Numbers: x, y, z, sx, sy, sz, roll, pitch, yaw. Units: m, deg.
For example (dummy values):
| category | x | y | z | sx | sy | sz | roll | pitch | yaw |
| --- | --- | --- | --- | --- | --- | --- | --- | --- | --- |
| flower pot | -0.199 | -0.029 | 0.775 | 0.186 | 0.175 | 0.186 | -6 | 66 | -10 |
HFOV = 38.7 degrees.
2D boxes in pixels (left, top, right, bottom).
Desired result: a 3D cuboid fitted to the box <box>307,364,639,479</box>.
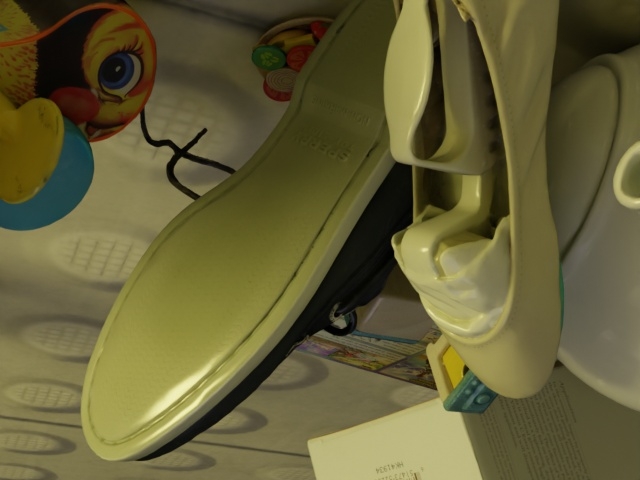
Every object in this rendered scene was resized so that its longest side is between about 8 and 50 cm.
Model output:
| category | x | y | z | sx | sy | sz | roll | pitch | yaw |
| --- | --- | --- | --- | --- | --- | --- | --- | --- | --- |
| box | 0.195 | 0.242 | 0.977 | 0.345 | 0.168 | 0.215 | -2 | 160 | -45 |

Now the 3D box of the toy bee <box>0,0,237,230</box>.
| category | x | y | z | sx | sy | sz | roll | pitch | yaw |
| --- | --- | --- | --- | --- | --- | --- | --- | --- | --- |
| toy bee | -0.166 | -0.101 | 0.511 | 0.195 | 0.298 | 0.162 | 31 | 121 | 20 |

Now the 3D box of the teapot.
| category | x | y | z | sx | sy | sz | roll | pitch | yaw |
| --- | --- | --- | --- | --- | --- | --- | --- | --- | --- |
| teapot | 0.187 | -0.023 | 0.549 | 0.187 | 0.252 | 0.256 | 18 | 139 | -5 |

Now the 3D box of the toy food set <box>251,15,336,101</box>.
| category | x | y | z | sx | sy | sz | roll | pitch | yaw |
| --- | --- | --- | --- | --- | --- | --- | --- | --- | --- |
| toy food set | -0.003 | -0.114 | 0.591 | 0.083 | 0.020 | 0.083 | -9 | 151 | 19 |

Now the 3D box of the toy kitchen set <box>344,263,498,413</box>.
| category | x | y | z | sx | sy | sz | roll | pitch | yaw |
| --- | --- | --- | --- | --- | --- | --- | --- | --- | --- |
| toy kitchen set | 0.081 | 0.070 | 0.692 | 0.207 | 0.122 | 0.166 | 12 | 128 | -25 |

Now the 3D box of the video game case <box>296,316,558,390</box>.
| category | x | y | z | sx | sy | sz | roll | pitch | yaw |
| --- | --- | --- | --- | --- | --- | --- | --- | --- | --- |
| video game case | 0.120 | 0.070 | 0.893 | 0.269 | 0.061 | 0.244 | 20 | 146 | -31 |

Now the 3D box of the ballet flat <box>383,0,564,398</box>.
| category | x | y | z | sx | sy | sz | roll | pitch | yaw |
| --- | --- | --- | --- | --- | --- | --- | --- | --- | --- |
| ballet flat | 0.067 | -0.028 | 0.437 | 0.086 | 0.248 | 0.086 | -5 | -163 | 2 |

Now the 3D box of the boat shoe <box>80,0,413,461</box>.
| category | x | y | z | sx | sy | sz | roll | pitch | yaw |
| --- | --- | --- | --- | --- | --- | --- | --- | --- | --- |
| boat shoe | -0.002 | -0.002 | 0.535 | 0.127 | 0.340 | 0.113 | 32 | 177 | 44 |
